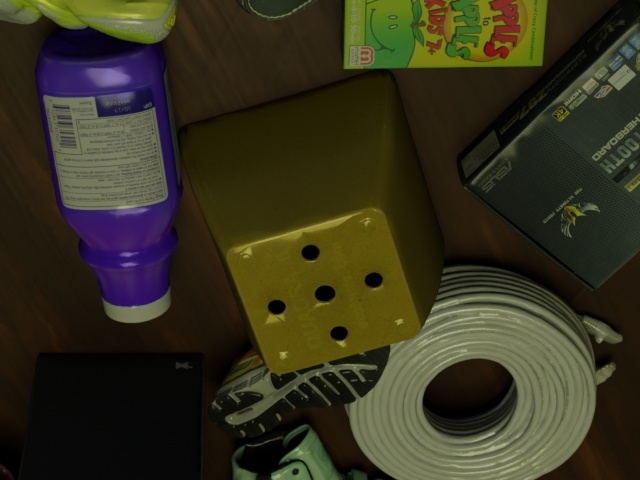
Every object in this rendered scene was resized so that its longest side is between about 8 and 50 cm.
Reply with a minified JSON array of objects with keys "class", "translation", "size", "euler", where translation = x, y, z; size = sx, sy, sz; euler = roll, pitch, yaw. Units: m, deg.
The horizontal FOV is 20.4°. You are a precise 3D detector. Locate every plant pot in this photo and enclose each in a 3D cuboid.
[{"class":"plant pot","translation":[0.000,0.000,1.627],"size":[0.212,0.187,0.212],"euler":[-16,121,5]}]

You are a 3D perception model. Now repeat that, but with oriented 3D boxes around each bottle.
[{"class":"bottle","translation":[-0.186,-0.058,1.634],"size":[0.118,0.092,0.282],"euler":[-3,121,4]}]

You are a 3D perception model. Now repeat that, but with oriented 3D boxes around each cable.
[{"class":"cable","translation":[0.149,0.146,1.780],"size":[0.257,0.089,0.257],"euler":[33,114,-21]}]

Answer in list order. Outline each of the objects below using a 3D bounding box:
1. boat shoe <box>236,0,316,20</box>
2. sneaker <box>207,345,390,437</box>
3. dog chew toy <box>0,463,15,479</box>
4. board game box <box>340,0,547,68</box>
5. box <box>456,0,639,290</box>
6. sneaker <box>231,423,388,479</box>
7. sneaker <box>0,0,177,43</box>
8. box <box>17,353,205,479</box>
[{"class":"boat shoe","translation":[0.011,-0.256,1.455],"size":[0.116,0.099,0.319],"euler":[9,152,-28]},{"class":"sneaker","translation":[-0.021,0.116,1.733],"size":[0.208,0.094,0.081],"euler":[-22,124,30]},{"class":"dog chew toy","translation":[-0.435,0.346,1.805],"size":[0.332,0.206,0.206],"euler":[-44,114,12]},{"class":"board game box","translation":[0.110,-0.205,1.595],"size":[0.181,0.043,0.092],"euler":[-1,121,-3]},{"class":"box","translation":[0.272,-0.087,1.667],"size":[0.183,0.059,0.233],"euler":[37,112,-24]},{"class":"sneaker","translation":[0.029,0.261,1.834],"size":[0.256,0.094,0.151],"euler":[-3,127,1]},{"class":"sneaker","translation":[-0.233,-0.250,1.537],"size":[0.240,0.091,0.126],"euler":[13,87,3]},{"class":"box","translation":[-0.203,0.308,1.736],"size":[0.183,0.296,0.294],"euler":[2,120,-4]}]
